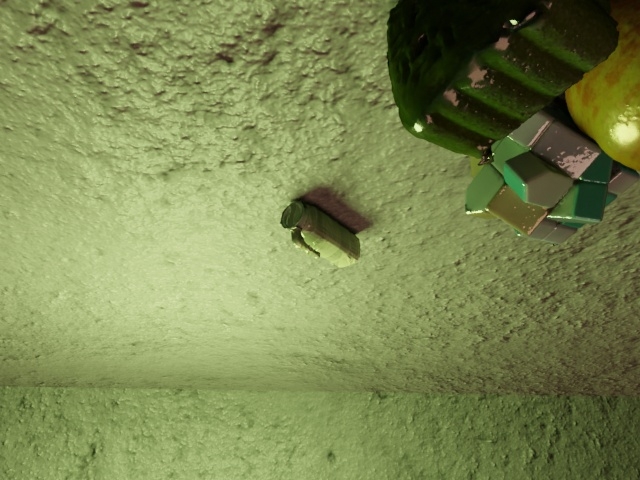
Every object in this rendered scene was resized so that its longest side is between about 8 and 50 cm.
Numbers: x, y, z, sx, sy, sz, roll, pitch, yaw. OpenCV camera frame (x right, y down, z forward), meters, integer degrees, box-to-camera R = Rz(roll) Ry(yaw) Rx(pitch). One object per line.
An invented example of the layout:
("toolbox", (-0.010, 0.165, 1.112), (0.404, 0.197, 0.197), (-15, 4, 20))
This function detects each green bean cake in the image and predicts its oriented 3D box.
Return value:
("green bean cake", (0.199, -0.262, 0.695), (0.156, 0.247, 0.250), (19, 144, -28))

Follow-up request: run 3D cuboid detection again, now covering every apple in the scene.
("apple", (0.482, -0.215, 0.744), (0.302, 0.301, 0.301), (0, 147, 0))

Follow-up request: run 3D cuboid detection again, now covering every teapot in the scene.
("teapot", (0.000, 0.000, 1.235), (0.077, 0.107, 0.200), (-22, 141, 35))

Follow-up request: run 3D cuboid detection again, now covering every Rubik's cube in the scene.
("Rubik's cube", (0.357, -0.111, 0.931), (0.213, 0.265, 0.224), (10, 134, -34))
